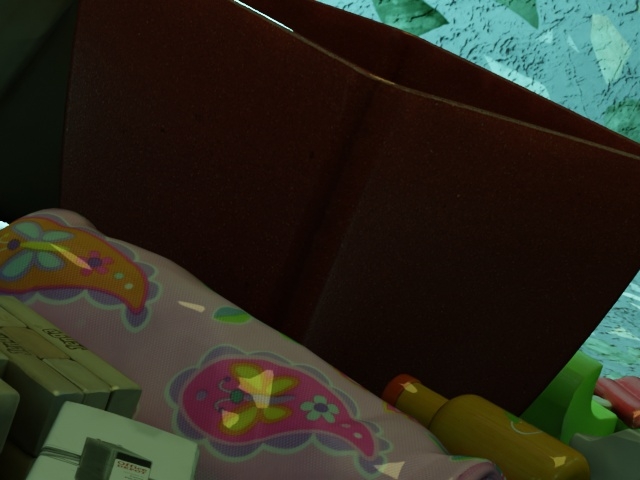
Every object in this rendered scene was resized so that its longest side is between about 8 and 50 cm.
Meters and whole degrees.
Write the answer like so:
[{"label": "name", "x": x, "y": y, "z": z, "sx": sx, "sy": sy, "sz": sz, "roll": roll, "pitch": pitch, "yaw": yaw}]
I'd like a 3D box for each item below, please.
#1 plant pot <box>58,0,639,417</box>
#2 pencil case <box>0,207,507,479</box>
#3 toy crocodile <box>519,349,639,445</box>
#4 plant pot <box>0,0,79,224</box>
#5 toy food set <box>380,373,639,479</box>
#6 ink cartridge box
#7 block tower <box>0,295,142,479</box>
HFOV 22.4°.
[{"label": "plant pot", "x": 0.000, "y": 0.000, "z": 0.918, "sx": 0.267, "sy": 0.235, "sz": 0.267, "roll": 12, "pitch": 15, "yaw": -43}, {"label": "pencil case", "x": -0.048, "y": 0.091, "z": 0.728, "sx": 0.284, "sy": 0.124, "sz": 0.124, "roll": 28, "pitch": 13, "yaw": 27}, {"label": "toy crocodile", "x": 0.247, "y": 0.141, "z": 1.049, "sx": 0.341, "sy": 0.105, "sz": 0.115, "roll": 15, "pitch": 13, "yaw": -31}, {"label": "plant pot", "x": -0.141, "y": -0.115, "z": 1.134, "sx": 0.280, "sy": 0.323, "sz": 0.323, "roll": 36, "pitch": 7, "yaw": -20}, {"label": "toy food set", "x": 0.116, "y": 0.137, "z": 0.820, "sx": 0.104, "sy": 0.111, "sz": 0.232, "roll": 29, "pitch": 9, "yaw": 36}, {"label": "ink cartridge box", "x": -0.085, "y": 0.124, "z": 0.542, "sx": 0.056, "sy": 0.099, "sz": 0.135, "roll": 20, "pitch": 11, "yaw": -5}, {"label": "block tower", "x": -0.214, "y": 0.074, "z": 0.557, "sx": 0.097, "sy": 0.091, "sz": 0.335, "roll": 29, "pitch": 14, "yaw": 34}]
